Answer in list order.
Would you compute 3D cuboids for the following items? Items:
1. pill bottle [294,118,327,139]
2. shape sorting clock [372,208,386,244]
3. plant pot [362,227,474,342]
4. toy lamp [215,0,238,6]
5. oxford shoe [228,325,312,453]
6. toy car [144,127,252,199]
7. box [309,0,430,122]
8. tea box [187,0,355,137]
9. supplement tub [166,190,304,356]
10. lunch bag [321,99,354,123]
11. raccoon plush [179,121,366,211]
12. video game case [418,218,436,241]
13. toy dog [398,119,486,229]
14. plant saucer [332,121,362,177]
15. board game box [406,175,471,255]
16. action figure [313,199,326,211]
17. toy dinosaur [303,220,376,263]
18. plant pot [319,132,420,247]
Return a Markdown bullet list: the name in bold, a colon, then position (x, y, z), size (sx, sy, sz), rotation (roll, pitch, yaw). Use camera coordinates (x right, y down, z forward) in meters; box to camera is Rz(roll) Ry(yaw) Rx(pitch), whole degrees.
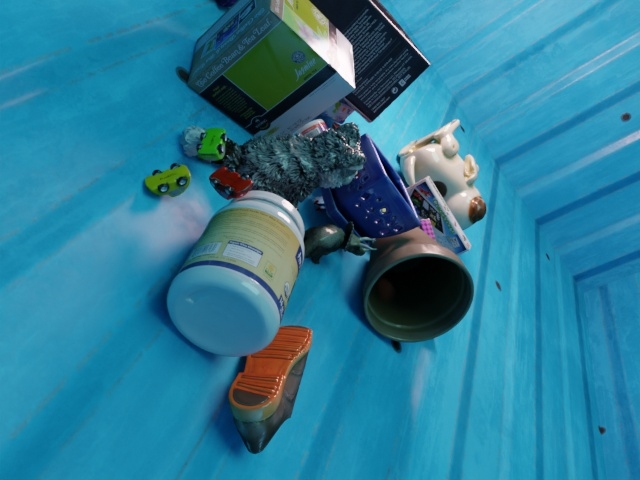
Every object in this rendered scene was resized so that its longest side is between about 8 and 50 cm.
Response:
- **pill bottle**: position (0.005, -0.276, 1.822), size (0.108, 0.108, 0.193), rotation (-25, 87, -58)
- **shape sorting clock**: position (0.236, -0.023, 1.962), size (0.206, 0.040, 0.206), rotation (10, 77, -53)
- **plant pot**: position (0.270, 0.097, 1.754), size (0.323, 0.323, 0.280), rotation (42, 21, -27)
- **toy lamp**: position (-0.349, -0.775, 1.752), size (0.274, 0.080, 0.080), rotation (-6, 70, -53)
- **oxford shoe**: position (-0.102, 0.301, 1.242), size (0.364, 0.130, 0.133), rotation (-51, 141, -63)
- **toy car**: position (-0.255, -0.171, 1.307), size (0.053, 0.239, 0.225), rotation (86, 9, -47)
- **box**: position (0.074, -0.744, 2.004), size (0.472, 0.297, 0.480), rotation (33, 26, -30)
- **tea box**: position (-0.132, -0.489, 1.589), size (0.323, 0.329, 0.220), rotation (34, 41, -37)
- **supplement tub**: position (-0.161, 0.059, 1.210), size (0.228, 0.228, 0.316), rotation (47, 35, -21)
- **lunch bag**: position (0.012, -0.511, 2.015), size (0.219, 0.090, 0.176), rotation (10, 42, -51)
- **raccoon plush**: position (-0.087, -0.217, 1.465), size (0.446, 0.299, 0.216), rotation (9, 58, -51)
- **video game case**: position (0.362, 0.077, 1.982), size (0.042, 0.210, 0.232), rotation (-5, 62, -8)
- **toy dog**: position (0.524, -0.235, 2.364), size (0.408, 0.284, 0.395), rotation (56, 32, -11)
- **plant saucer**: position (0.157, -0.286, 2.064), size (0.258, 0.048, 0.259), rotation (15, 41, -49)
- **board game box**: position (0.392, -0.060, 2.115), size (0.305, 0.193, 0.053), rotation (58, 32, -5)
- **action figure**: position (0.025, -0.102, 1.791), size (0.115, 0.030, 0.038), rotation (8, 56, -55)
- **toy dinosaur**: position (0.000, 0.000, 1.548), size (0.313, 0.160, 0.121), rotation (3, 63, -55)
- **plant pot**: position (0.133, -0.132, 1.712), size (0.236, 0.212, 0.236), rotation (45, 20, -39)
